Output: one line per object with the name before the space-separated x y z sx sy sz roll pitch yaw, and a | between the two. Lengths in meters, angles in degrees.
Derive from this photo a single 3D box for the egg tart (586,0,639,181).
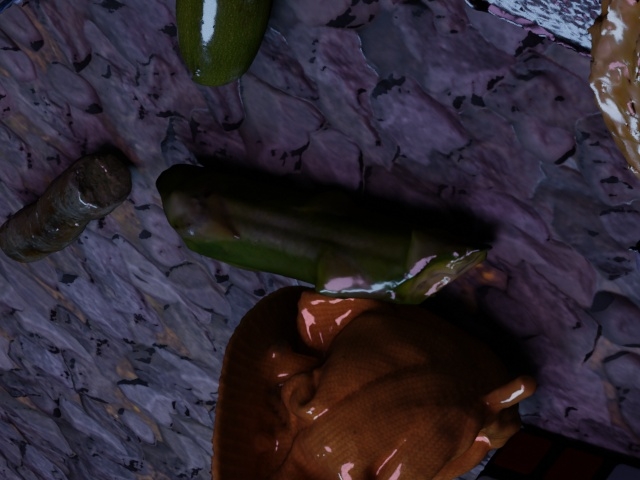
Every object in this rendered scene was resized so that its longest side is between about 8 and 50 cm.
egg tart | 0.284 -0.055 0.932 0.341 0.129 0.341 13 137 12

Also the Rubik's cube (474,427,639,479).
Rubik's cube | 0.201 0.273 1.540 0.163 0.162 0.160 15 142 42

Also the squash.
squash | -0.065 -0.191 1.310 0.071 0.080 0.318 -2 148 -3

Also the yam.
yam | -0.241 -0.026 1.779 0.061 0.061 0.253 46 153 -9

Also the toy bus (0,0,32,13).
toy bus | -0.239 -0.194 1.284 0.106 0.297 0.131 46 146 -9

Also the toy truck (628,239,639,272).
toy truck | 0.266 0.075 1.112 0.253 0.124 0.114 -105 5 -66

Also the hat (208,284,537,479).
hat | 0.068 0.135 1.479 0.233 0.244 0.233 -17 100 40

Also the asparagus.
asparagus | -0.001 0.000 1.495 0.343 0.085 0.082 16 -173 40

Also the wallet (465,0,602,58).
wallet | 0.185 -0.183 1.012 0.221 0.071 0.262 30 144 22
